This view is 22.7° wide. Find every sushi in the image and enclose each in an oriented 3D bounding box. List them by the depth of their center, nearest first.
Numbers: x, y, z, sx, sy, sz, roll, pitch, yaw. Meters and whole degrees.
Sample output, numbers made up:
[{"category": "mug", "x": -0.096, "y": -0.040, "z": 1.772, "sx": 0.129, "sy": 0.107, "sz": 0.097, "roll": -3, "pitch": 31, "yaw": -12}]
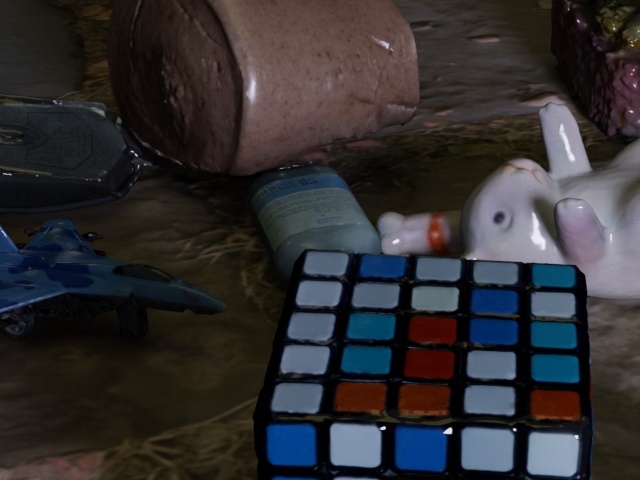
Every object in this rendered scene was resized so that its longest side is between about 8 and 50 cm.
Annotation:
[{"category": "sushi", "x": 0.338, "y": -0.188, "z": 1.614, "sx": 0.161, "sy": 0.107, "sz": 0.241, "roll": -3, "pitch": 28, "yaw": -12}]

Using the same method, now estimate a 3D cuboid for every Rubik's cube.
[{"category": "Rubik's cube", "x": 0.064, "y": 0.130, "z": 0.944, "sx": 0.182, "sy": 0.184, "sz": 0.187, "roll": 3, "pitch": 30, "yaw": 6}]

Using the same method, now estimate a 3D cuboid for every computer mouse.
[{"category": "computer mouse", "x": -0.269, "y": -0.070, "z": 1.439, "sx": 0.231, "sy": 0.071, "sz": 0.126, "roll": 2, "pitch": 40, "yaw": -13}]

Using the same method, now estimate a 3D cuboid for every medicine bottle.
[{"category": "medicine bottle", "x": 0.000, "y": 0.000, "z": 1.317, "sx": 0.090, "sy": 0.053, "sz": 0.208, "roll": -10, "pitch": 30, "yaw": -11}]

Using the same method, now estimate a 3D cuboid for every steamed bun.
[{"category": "steamed bun", "x": -0.062, "y": -0.190, "z": 1.487, "sx": 0.252, "sy": 0.199, "sz": 0.301, "roll": -18, "pitch": 22, "yaw": -27}]

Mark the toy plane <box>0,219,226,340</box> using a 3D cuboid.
[{"category": "toy plane", "x": -0.187, "y": 0.037, "z": 1.235, "sx": 0.246, "sy": 0.078, "sz": 0.169, "roll": 15, "pitch": 32, "yaw": 14}]

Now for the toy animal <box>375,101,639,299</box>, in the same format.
[{"category": "toy animal", "x": 0.180, "y": -0.020, "z": 1.266, "sx": 0.282, "sy": 0.138, "sz": 0.140, "roll": 0, "pitch": 33, "yaw": 4}]
